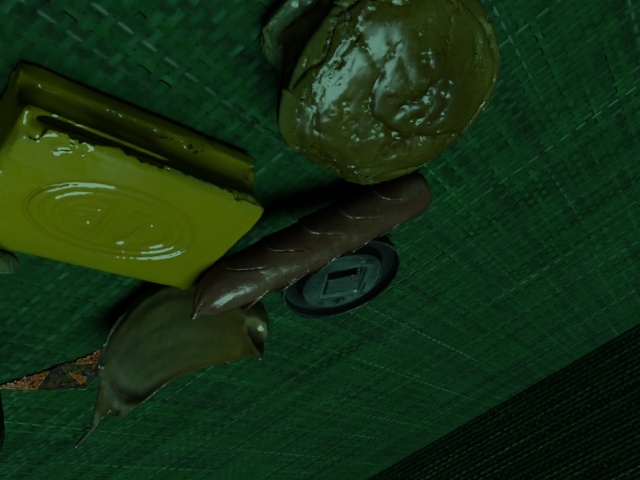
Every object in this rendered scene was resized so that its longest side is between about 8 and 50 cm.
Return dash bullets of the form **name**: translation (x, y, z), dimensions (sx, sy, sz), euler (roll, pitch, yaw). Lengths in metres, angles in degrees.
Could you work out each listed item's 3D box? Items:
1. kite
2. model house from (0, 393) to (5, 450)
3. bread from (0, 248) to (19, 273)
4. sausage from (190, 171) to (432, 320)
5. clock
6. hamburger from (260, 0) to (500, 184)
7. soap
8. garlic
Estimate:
- **kite**: translation (-0.447, 0.249, 1.080), dimensions (0.222, 0.008, 0.125), euler (-19, 146, -8)
- **model house**: translation (-0.604, 0.223, 0.775), dimensions (0.218, 0.205, 0.278), euler (-34, 146, 12)
- **bread**: translation (-0.406, 0.015, 0.685), dimensions (0.112, 0.036, 0.193), euler (10, 176, -39)
- **sausage**: translation (-0.001, -0.002, 0.880), dimensions (0.433, 0.088, 0.088), euler (-29, 149, -22)
- **clock**: translation (0.033, 0.059, 1.084), dimensions (0.226, 0.049, 0.226), euler (-15, 145, -11)
- **hamburger**: translation (0.074, -0.190, 0.700), dimensions (0.285, 0.134, 0.265), euler (15, 132, -45)
- **soap**: translation (-0.245, -0.055, 0.718), dimensions (0.324, 0.096, 0.204), euler (19, 127, -45)
- **garlic**: translation (-0.244, 0.161, 0.930), dimensions (0.338, 0.196, 0.151), euler (-26, 130, 7)
